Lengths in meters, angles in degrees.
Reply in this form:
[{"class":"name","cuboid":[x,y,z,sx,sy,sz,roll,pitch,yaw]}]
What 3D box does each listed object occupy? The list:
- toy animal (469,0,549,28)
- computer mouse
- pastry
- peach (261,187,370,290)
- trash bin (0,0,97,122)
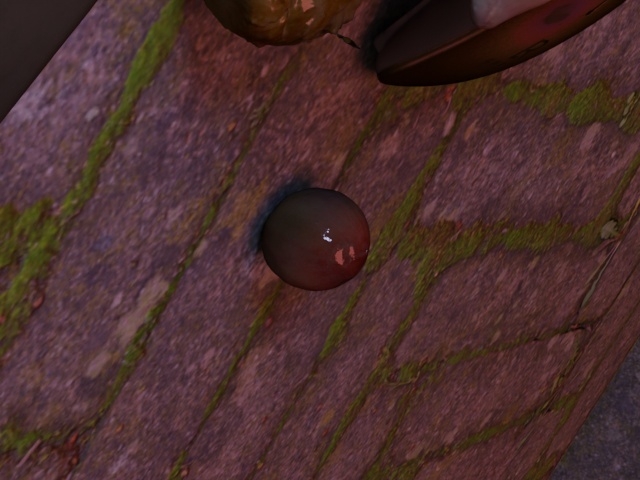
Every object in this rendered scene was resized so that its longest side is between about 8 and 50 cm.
[{"class":"toy animal","cuboid":[0.137,-0.246,0.786,0.237,0.269,0.326,-23,156,-2]},{"class":"computer mouse","cuboid":[0.176,-0.193,1.067,0.310,0.072,0.158,-36,167,24]},{"class":"pastry","cuboid":[-0.008,-0.179,0.841,0.153,0.081,0.153,-33,143,-28]},{"class":"peach","cuboid":[-0.002,0.001,1.120,0.083,0.083,0.083,-44,156,-25]},{"class":"trash bin","cuboid":[-0.214,-0.057,0.547,0.240,0.122,0.164,-54,158,3]}]
